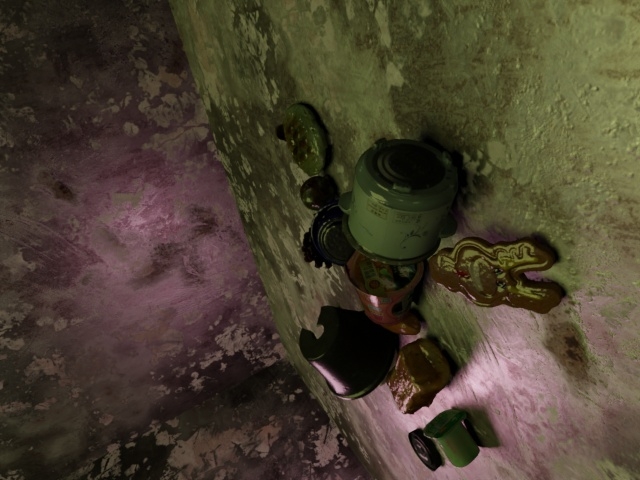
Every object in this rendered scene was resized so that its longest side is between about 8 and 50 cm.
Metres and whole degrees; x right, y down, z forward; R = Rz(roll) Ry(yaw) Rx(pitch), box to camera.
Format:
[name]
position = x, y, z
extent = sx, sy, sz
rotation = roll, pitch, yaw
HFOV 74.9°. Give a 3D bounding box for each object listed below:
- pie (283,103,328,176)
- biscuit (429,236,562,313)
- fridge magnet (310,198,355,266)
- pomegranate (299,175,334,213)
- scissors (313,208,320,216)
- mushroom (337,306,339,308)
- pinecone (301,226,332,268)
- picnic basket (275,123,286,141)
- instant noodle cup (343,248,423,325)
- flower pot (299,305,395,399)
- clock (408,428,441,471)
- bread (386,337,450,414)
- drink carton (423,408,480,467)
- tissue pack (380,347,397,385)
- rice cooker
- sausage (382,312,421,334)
[pie]
position = -0.066, -0.389, 1.635
extent = 0.306, 0.071, 0.306
rotation = 50, 150, 45
[biscuit]
position = 0.383, 0.077, 0.957
extent = 0.295, 0.044, 0.185
rotation = -4, 108, 49
[fridge magnet]
position = 0.092, -0.018, 1.460
extent = 0.112, 0.266, 0.265
rotation = -59, -42, -58
[pomegranate]
position = -0.009, -0.170, 1.670
extent = 0.148, 0.149, 0.169
rotation = 37, 152, 53
[scissors]
position = 0.093, -0.016, 1.583
extent = 0.289, 0.041, 0.138
rotation = 42, -159, -1
[mushroom]
position = 0.081, 0.415, 2.254
extent = 0.059, 0.054, 0.202
rotation = 50, 151, 23
[pinecone]
position = 0.027, 0.022, 1.723
extent = 0.207, 0.208, 0.207
rotation = 52, 156, 34
[picnic basket]
position = -0.158, -0.463, 1.800
extent = 0.083, 0.072, 0.072
rotation = -122, 17, -59
[instant noodle cup]
position = 0.214, 0.154, 1.376
extent = 0.244, 0.244, 0.255
rotation = 50, 163, 38
[flower pot]
position = 0.082, 0.414, 1.656
extent = 0.251, 0.379, 0.379
rotation = 37, 177, -32
[clock]
position = 0.467, 0.936, 1.872
extent = 0.184, 0.040, 0.184
rotation = 51, 155, 35
[bread]
position = 0.348, 0.489, 1.504
extent = 0.344, 0.149, 0.195
rotation = 94, 158, -54
[drink carton]
position = 0.467, 0.698, 1.467
extent = 0.142, 0.146, 0.144
rotation = 56, 160, 3
[tissue pack]
position = 0.221, 0.480, 1.856
extent = 0.271, 0.124, 0.201
rotation = 44, 148, 47
[rice cooker]
position = 0.198, -0.087, 1.057
extent = 0.317, 0.264, 0.316
rotation = 11, 138, 10
[sausage]
position = 0.281, 0.294, 1.528
extent = 0.098, 0.098, 0.238
rotation = 68, 162, -7
